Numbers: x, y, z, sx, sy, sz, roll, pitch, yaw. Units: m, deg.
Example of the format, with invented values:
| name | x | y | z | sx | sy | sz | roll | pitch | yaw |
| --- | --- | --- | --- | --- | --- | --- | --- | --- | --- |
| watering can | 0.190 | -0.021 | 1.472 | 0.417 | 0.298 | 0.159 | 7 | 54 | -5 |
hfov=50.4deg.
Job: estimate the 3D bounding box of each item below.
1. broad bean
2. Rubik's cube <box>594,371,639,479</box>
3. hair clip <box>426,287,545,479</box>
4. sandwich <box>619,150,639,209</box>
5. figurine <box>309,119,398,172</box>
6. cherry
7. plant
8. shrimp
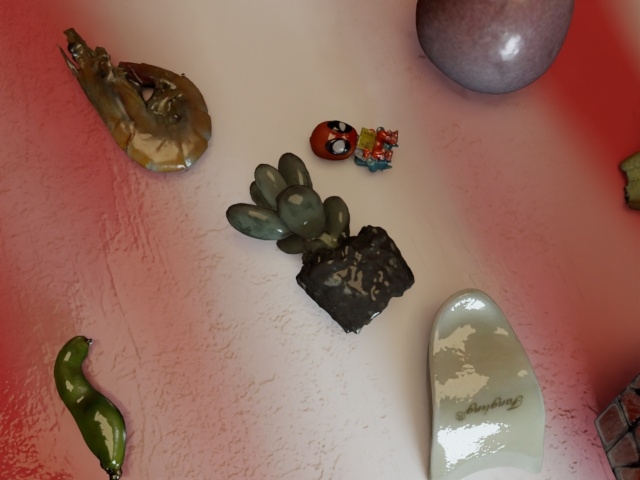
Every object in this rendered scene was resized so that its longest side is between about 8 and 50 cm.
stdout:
| name | x | y | z | sx | sy | sz | roll | pitch | yaw |
| --- | --- | --- | --- | --- | --- | --- | --- | --- | --- |
| broad bean | -0.319 | 0.238 | 0.954 | 0.070 | 0.048 | 0.214 | -23 | 79 | -8 |
| Rubik's cube | 0.530 | 0.287 | 0.904 | 0.319 | 0.264 | 0.319 | 1 | 79 | -5 |
| hair clip | 0.225 | 0.213 | 0.971 | 0.172 | 0.113 | 0.282 | -9 | 80 | -6 |
| sandwich | 0.608 | -0.107 | 1.059 | 0.235 | 0.128 | 0.122 | -1 | 58 | -3 |
| figurine | 0.049 | -0.150 | 1.050 | 0.140 | 0.075 | 0.068 | 12 | 79 | 8 |
| cherry | 0.263 | -0.344 | 1.024 | 0.206 | 0.239 | 0.239 | -40 | 85 | -13 |
| plant | 0.002 | 0.000 | 0.982 | 0.274 | 0.149 | 0.146 | 44 | 63 | 2 |
| shrimp | -0.278 | -0.230 | 1.042 | 0.152 | 0.063 | 0.287 | -37 | 87 | -13 |
